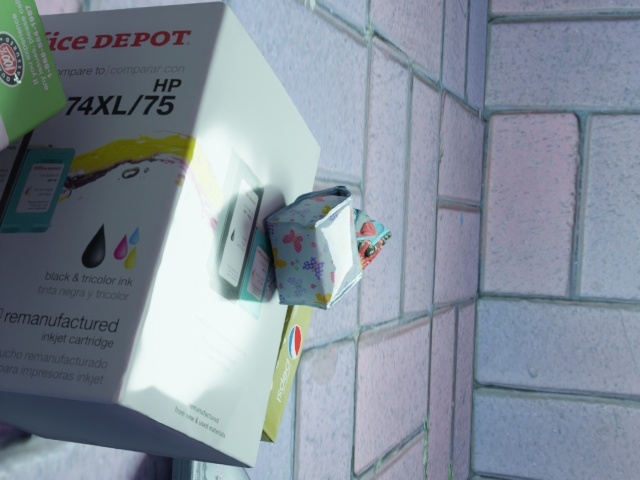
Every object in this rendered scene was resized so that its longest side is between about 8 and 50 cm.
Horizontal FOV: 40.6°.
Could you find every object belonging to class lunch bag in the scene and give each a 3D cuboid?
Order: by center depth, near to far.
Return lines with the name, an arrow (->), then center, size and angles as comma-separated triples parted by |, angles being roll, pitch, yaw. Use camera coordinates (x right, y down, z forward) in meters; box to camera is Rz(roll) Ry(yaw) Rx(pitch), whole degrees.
lunch bag -> 0.000, 0.003, 0.644 | 0.083, 0.053, 0.071 | -38, 126, -52

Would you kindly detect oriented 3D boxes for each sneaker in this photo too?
sneaker -> 0.000, 0.000, 1.118 | 0.104, 0.125, 0.262 | -53, 171, 13

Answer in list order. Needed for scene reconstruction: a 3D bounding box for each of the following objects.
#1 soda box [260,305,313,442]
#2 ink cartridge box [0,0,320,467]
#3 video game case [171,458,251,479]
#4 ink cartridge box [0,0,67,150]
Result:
soda box -> -0.065, 0.142, 1.019 | 0.058, 0.061, 0.181 | 64, 35, -52
ink cartridge box -> -0.142, 0.000, 0.623 | 0.197, 0.198, 0.269 | 52, 44, -59
video game case -> -0.100, 0.310, 0.914 | 0.196, 0.026, 0.274 | -96, 171, -47
ink cartridge box -> -0.266, -0.100, 0.406 | 0.273, 0.115, 0.198 | -57, 143, -52
